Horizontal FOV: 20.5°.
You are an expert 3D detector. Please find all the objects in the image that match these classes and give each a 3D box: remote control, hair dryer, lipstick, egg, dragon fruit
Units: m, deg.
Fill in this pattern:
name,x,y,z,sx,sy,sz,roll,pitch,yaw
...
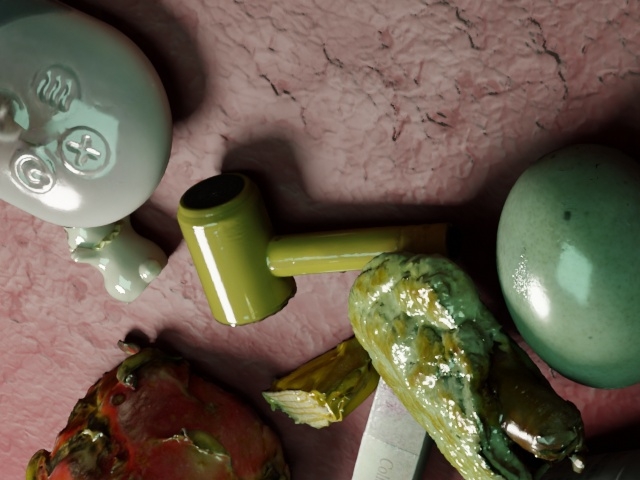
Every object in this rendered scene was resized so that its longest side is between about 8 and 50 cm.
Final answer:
name,x,y,z,sx,sy,sz,roll,pitch,yaw
remote control,-0.299,-0.142,1.758,0.332,0.103,0.221,26,115,11
hair dryer,0.000,0.000,1.734,0.279,0.090,0.135,-4,120,25
lipstick,0.076,0.235,1.876,0.066,0.068,0.317,23,132,12
egg,0.241,0.025,1.546,0.169,0.169,0.236,0,131,30
dragon fruit,-0.190,0.319,1.957,0.314,0.263,0.296,39,133,-3

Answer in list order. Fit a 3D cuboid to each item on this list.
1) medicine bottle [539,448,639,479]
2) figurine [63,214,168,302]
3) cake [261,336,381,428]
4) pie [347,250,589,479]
name,x,y,z,sx,sy,sz,roll,pitch,yaw
medicine bottle,0.249,0.338,1.735,0.306,0.245,0.245,-15,116,38
figurine,-0.240,0.004,1.862,0.146,0.081,0.098,41,134,-5
cake,0.000,0.171,1.842,0.185,0.116,0.080,-29,109,36
pie,0.123,0.133,1.636,0.274,0.105,0.257,53,159,14
